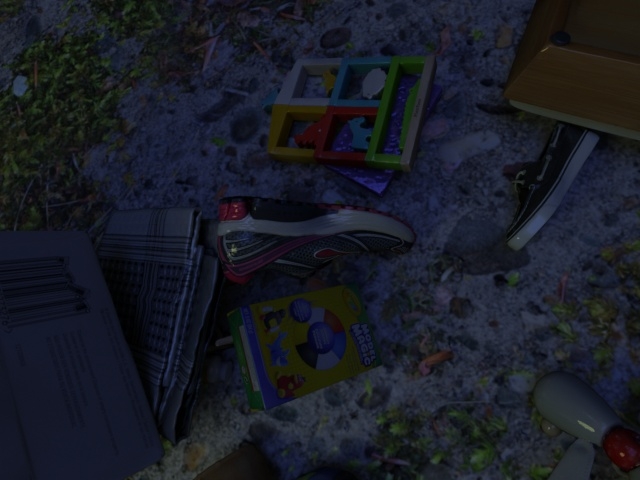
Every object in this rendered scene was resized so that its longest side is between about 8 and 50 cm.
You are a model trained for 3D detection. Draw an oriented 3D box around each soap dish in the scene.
[{"bbox_3d":[0.441,-0.269,0.583,0.291,0.118,0.228,20,69,15],"label":"soap dish"}]

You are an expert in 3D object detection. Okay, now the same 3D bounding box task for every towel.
[{"bbox_3d":[-0.277,0.100,0.628,0.324,0.056,0.312,5,78,36],"label":"towel"}]

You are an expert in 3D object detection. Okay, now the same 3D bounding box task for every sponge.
[{"bbox_3d":[0.104,-0.188,0.692,0.117,0.031,0.210,29,86,15],"label":"sponge"}]

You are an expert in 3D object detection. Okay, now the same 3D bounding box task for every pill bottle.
[{"bbox_3d":[-0.186,0.203,0.654,0.083,0.043,0.043,5,79,11],"label":"pill bottle"}]

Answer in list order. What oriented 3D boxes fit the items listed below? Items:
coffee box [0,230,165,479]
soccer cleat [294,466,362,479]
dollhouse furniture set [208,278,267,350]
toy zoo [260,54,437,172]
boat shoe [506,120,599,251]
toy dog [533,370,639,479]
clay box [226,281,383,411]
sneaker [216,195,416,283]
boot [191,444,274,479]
[{"bbox_3d":[-0.473,0.211,0.498,0.334,0.338,0.337,-36,72,30],"label":"coffee box"},{"bbox_3d":[0.030,0.459,0.554,0.121,0.093,0.289,-19,78,37],"label":"soccer cleat"},{"bbox_3d":[-0.166,0.092,0.633,0.144,0.123,0.151,-18,76,6],"label":"dollhouse furniture set"},{"bbox_3d":[0.028,-0.218,0.686,0.293,0.030,0.192,9,76,25],"label":"toy zoo"},{"bbox_3d":[0.326,-0.084,0.612,0.070,0.078,0.219,33,78,14],"label":"boat shoe"},{"bbox_3d":[0.361,0.318,0.445,0.220,0.333,0.160,14,114,0],"label":"toy dog"},{"bbox_3d":[-0.004,0.134,0.566,0.222,0.053,0.127,-8,74,-35],"label":"clay box"},{"bbox_3d":[0.000,0.000,0.592,0.299,0.121,0.111,2,97,-23],"label":"sneaker"},{"bbox_3d":[-0.121,0.437,0.500,0.236,0.089,0.269,-22,47,-27],"label":"boot"}]
